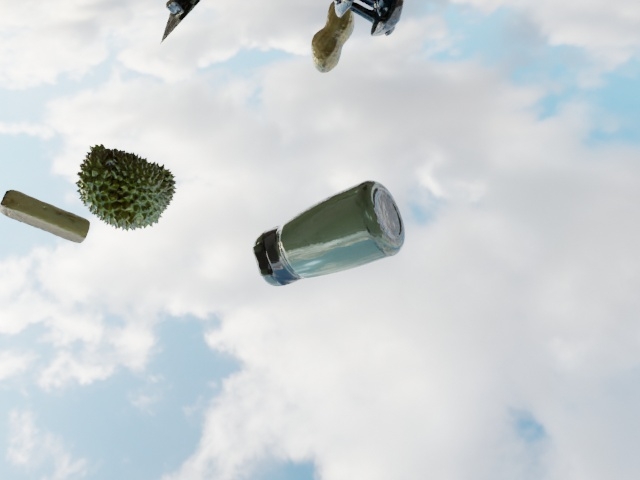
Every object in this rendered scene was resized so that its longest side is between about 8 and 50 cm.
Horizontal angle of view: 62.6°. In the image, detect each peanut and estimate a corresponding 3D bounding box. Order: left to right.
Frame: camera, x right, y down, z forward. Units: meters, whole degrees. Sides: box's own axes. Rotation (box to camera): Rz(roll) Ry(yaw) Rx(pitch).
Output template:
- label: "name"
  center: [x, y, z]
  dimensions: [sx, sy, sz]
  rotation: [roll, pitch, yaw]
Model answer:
- label: "peanut"
  center: [0.031, -0.528, 1.354]
  dimensions: [0.089, 0.192, 0.089]
  rotation: [26, -170, -5]

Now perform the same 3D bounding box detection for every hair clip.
- label: "hair clip"
  center: [0.150, -0.601, 1.118]
  dimensions: [0.195, 0.206, 0.310]
  rotation: [21, -113, -14]

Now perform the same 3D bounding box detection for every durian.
- label: "durian"
  center: [-0.483, -0.127, 1.291]
  dimensions: [0.237, 0.200, 0.176]
  rotation: [28, -160, -17]

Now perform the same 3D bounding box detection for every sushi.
- label: "sushi"
  center: [-0.318, -0.611, 1.247]
  dimensions: [0.220, 0.047, 0.231]
  rotation: [-29, -135, 34]

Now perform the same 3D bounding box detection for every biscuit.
- label: "biscuit"
  center: [-0.624, -0.055, 1.198]
  dimensions: [0.052, 0.188, 0.056]
  rotation: [-32, -140, 44]

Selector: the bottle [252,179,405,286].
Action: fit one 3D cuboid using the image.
- label: "bottle"
  center: [0.000, 0.000, 1.141]
  dimensions: [0.347, 0.168, 0.168]
  rotation: [-21, -153, 32]
